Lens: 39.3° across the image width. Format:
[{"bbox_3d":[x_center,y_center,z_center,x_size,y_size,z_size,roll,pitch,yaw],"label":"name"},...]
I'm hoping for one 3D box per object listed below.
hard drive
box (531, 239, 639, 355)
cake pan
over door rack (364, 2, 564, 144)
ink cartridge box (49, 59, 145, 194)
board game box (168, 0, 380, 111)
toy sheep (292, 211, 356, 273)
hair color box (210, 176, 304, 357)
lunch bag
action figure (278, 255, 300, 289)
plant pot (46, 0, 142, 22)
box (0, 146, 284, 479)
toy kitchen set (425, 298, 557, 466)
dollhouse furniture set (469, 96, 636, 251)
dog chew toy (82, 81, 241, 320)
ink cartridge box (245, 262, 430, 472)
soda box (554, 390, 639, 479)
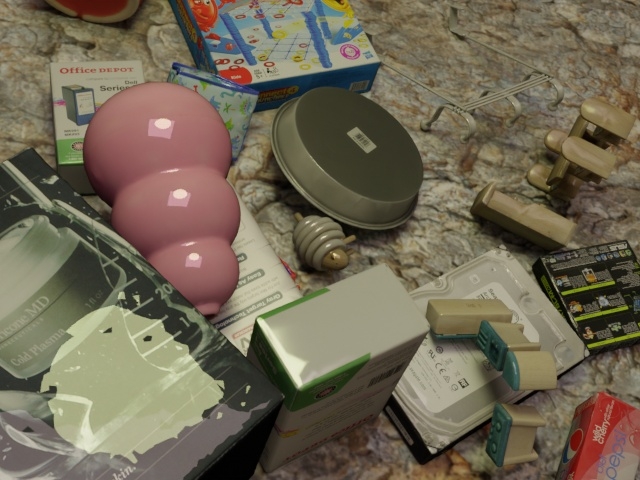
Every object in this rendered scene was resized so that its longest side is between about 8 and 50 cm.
[{"bbox_3d":[0.228,0.168,1.411,0.339,0.064,0.237,-24,67,-27],"label":"hard drive"},{"bbox_3d":[0.483,0.096,1.533,0.191,0.045,0.184,-10,64,-21],"label":"box"},{"bbox_3d":[0.056,-0.151,1.521,0.293,0.054,0.293,20,45,-21],"label":"cake pan"},{"bbox_3d":[0.266,-0.311,1.709,0.240,0.108,0.324,-22,52,-26],"label":"over door rack"},{"bbox_3d":[-0.357,-0.187,1.466,0.154,0.093,0.212,-4,58,-16],"label":"ink cartridge box"},{"bbox_3d":[-0.090,-0.393,1.668,0.308,0.086,0.302,-14,63,-22],"label":"board game box"},{"bbox_3d":[0.000,0.000,1.446,0.091,0.091,0.132,-25,52,-27],"label":"toy sheep"},{"bbox_3d":[-0.160,0.046,1.348,0.174,0.105,0.347,-27,68,-16],"label":"hair color box"},{"bbox_3d":[-0.189,-0.210,1.486,0.151,0.128,0.096,14,18,-21],"label":"lunch bag"},{"bbox_3d":[-0.077,0.042,1.429,0.115,0.030,0.038,40,74,9],"label":"action figure"},{"bbox_3d":[-0.393,-0.543,1.599,0.275,0.275,0.243,11,67,-7],"label":"plant pot"},{"bbox_3d":[-0.385,0.227,1.080,0.472,0.297,0.480,41,58,15],"label":"box"},{"bbox_3d":[0.235,0.203,1.316,0.122,0.166,0.207,1,22,-15],"label":"toy kitchen set"},{"bbox_3d":[0.391,-0.127,1.554,0.161,0.212,0.242,27,83,1],"label":"dollhouse furniture set"},{"bbox_3d":[-0.204,-0.047,1.231,0.207,0.206,0.331,-11,73,-20],"label":"dog chew toy"},{"bbox_3d":[0.004,0.178,1.217,0.201,0.278,0.117,-22,63,-25],"label":"ink cartridge box"},{"bbox_3d":[0.402,0.358,1.321,0.092,0.083,0.263,27,56,4],"label":"soda box"}]
